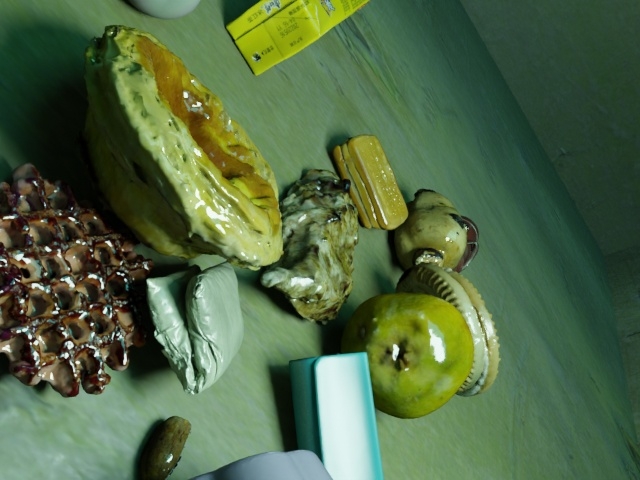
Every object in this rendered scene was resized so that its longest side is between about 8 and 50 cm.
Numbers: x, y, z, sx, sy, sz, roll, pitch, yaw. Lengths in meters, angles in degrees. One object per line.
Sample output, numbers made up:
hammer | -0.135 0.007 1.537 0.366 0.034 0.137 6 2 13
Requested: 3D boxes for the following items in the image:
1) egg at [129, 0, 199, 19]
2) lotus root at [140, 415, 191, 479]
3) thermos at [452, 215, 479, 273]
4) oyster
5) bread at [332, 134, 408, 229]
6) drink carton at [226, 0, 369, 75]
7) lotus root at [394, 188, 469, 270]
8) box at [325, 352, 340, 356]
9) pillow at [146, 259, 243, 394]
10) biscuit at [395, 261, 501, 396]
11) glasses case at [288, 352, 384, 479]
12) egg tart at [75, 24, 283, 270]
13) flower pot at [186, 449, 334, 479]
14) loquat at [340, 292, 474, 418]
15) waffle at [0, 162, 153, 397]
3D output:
egg | -0.228 -0.375 0.998 0.135 0.103 0.103 -16 84 -61
lotus root | -0.170 0.225 0.747 0.030 0.037 0.083 48 35 -24
thermos | 0.293 0.022 1.587 0.124 0.099 0.232 31 31 11
oyster | 0.010 0.026 1.112 0.204 0.111 0.396 58 27 -22
bread | 0.100 -0.113 1.377 0.116 0.077 0.200 -32 99 -62
drink carton | -0.029 -0.440 1.312 0.111 0.154 0.351 58 31 -15
lotus root | 0.234 -0.012 1.447 0.140 0.154 0.257 43 34 -26
box | 0.012 0.222 1.027 0.063 0.060 0.085 -34 100 -52
pillow | -0.139 0.093 0.812 0.181 0.077 0.134 -44 122 -82
biscuit | 0.223 0.162 1.249 0.079 0.259 0.259 -15 82 -23
glasses case | 0.033 0.307 0.933 0.117 0.070 0.301 3 76 -40
egg tart | -0.171 -0.091 0.823 0.352 0.150 0.352 55 10 -15
flower pot | -0.054 0.346 0.661 0.265 0.265 0.243 16 46 -54
loquat | 0.142 0.183 1.115 0.246 0.213 0.214 40 34 -73
waffle | -0.265 0.043 0.703 0.221 0.055 0.234 43 32 -36
